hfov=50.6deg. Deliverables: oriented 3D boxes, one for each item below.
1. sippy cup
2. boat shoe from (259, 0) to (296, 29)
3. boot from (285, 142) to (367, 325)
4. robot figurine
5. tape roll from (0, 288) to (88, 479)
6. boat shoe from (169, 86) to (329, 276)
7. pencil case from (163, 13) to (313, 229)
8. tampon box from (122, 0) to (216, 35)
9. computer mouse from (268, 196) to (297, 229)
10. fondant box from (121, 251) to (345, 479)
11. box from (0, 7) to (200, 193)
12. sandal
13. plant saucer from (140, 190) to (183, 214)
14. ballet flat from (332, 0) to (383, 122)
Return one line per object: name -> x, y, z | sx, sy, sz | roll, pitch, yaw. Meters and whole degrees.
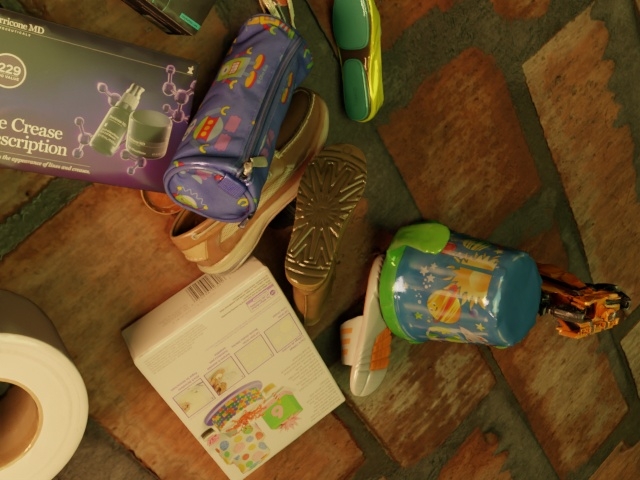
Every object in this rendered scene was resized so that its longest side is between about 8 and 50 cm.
sippy cup -> 0.263, 0.089, 1.222 | 0.306, 0.224, 0.239 | 0, 96, -45
boat shoe -> -0.058, -0.308, 1.018 | 0.043, 0.049, 0.137 | -23, 115, -21
boot -> 0.000, 0.000, 1.066 | 0.089, 0.269, 0.236 | 21, 75, 7
robot figurine -> 0.458, 0.110, 1.344 | 0.211, 0.291, 0.085 | -10, 111, -29
tape roll -> -0.443, 0.201, 0.874 | 0.246, 0.169, 0.246 | -12, 113, -30
boat shoe -> -0.105, -0.100, 1.011 | 0.116, 0.123, 0.324 | 37, 83, -42
pencil case -> -0.101, -0.168, 0.915 | 0.119, 0.133, 0.306 | 42, 53, -36
tampon box -> -0.188, -0.368, 0.880 | 0.120, 0.101, 0.161 | 32, 87, -37
computer mouse -> -0.099, -0.022, 1.104 | 0.242, 0.041, 0.071 | -45, 126, -4
fondant box -> -0.130, 0.210, 1.107 | 0.238, 0.096, 0.330 | -35, 123, -12
box -> -0.307, -0.172, 0.866 | 0.261, 0.103, 0.184 | 7, 97, -33
sandal -> 0.083, 0.155, 1.262 | 0.102, 0.076, 0.265 | 27, 70, -50
plant saucer -> -0.228, -0.081, 1.009 | 0.084, 0.013, 0.083 | -12, 113, -30
ballet flat -> 0.068, -0.308, 1.093 | 0.077, 0.077, 0.230 | -33, 127, -44
